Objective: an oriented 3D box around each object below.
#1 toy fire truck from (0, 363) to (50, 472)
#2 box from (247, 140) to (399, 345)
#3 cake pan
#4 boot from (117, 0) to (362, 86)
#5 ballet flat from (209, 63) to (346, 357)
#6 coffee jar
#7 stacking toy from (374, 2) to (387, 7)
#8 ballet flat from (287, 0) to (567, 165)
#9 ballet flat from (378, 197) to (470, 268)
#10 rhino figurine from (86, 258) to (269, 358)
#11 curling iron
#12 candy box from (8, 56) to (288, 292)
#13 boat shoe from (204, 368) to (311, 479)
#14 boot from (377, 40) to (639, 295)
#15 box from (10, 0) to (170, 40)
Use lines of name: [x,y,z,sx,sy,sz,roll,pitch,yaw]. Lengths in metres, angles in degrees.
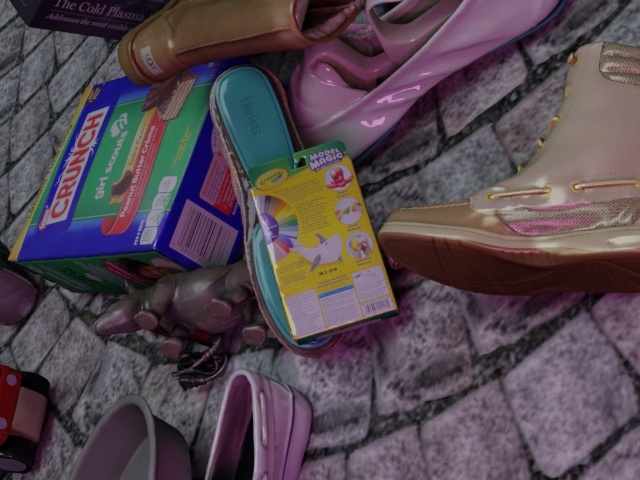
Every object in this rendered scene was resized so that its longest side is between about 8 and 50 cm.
toy fire truck: [-0.488,0.189,1.529,0.217,0.246,0.158,-23,48,38]
box: [0.000,0.000,1.178,0.105,0.043,0.179,-17,77,2]
cake pan: [-0.205,0.300,1.222,0.293,0.054,0.293,-47,32,42]
boot: [-0.057,-0.248,1.298,0.270,0.089,0.236,-7,36,42]
ballet flat: [-0.034,-0.028,1.266,0.108,0.106,0.315,-13,77,-2]
coffee jar: [-0.472,0.046,1.746,0.079,0.096,0.184,-54,35,0]
stacking toy: [0.031,-0.411,1.324,0.166,0.302,0.175,-22,48,39]
ballet flat: [0.065,-0.197,1.273,0.400,0.139,0.139,-33,42,30]
ballet flat: [0.124,-0.007,1.141,0.168,0.057,0.052,-16,80,47]
rhino figurine: [-0.150,0.072,1.324,0.243,0.073,0.106,-8,27,27]
curling iron: [-0.188,0.104,1.415,0.068,0.035,0.274,-45,34,-15]
candy box: [-0.210,-0.076,1.508,0.317,0.122,0.268,-6,58,48]
boat shoe: [-0.077,0.248,1.140,0.096,0.088,0.267,-11,56,45]
boot: [0.187,-0.062,1.027,0.262,0.095,0.203,-1,62,30]
box: [-0.174,-0.402,1.444,0.179,0.343,0.312,54,124,28]
